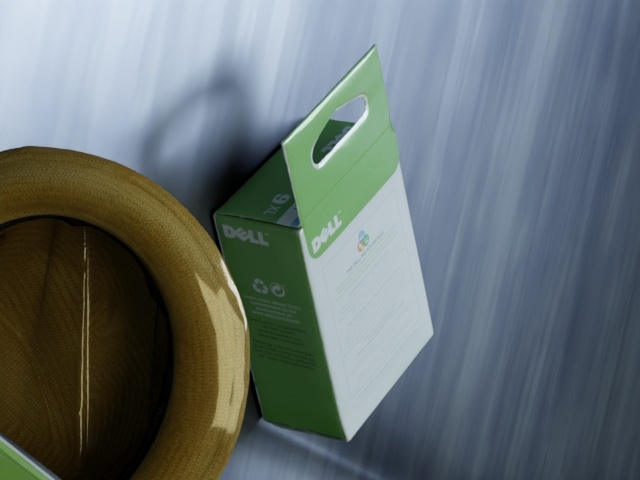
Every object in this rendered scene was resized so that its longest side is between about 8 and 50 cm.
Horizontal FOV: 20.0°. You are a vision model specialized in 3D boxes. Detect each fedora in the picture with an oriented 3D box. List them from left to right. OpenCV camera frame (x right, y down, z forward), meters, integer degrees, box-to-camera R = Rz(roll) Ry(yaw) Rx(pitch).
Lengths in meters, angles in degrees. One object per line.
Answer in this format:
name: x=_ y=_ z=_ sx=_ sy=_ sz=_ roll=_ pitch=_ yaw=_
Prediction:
fedora: x=-0.123 y=0.054 z=0.814 sx=0.079 sy=0.194 sz=0.194 roll=-139 pitch=-122 yaw=-83

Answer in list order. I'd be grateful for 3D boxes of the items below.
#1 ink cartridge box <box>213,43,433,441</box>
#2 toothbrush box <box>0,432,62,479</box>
ink cartridge box: x=0.000 y=0.000 z=1.045 sx=0.109 sy=0.062 sz=0.209 roll=-47 pitch=137 yaw=-41
toothbrush box: x=-0.217 y=0.136 z=0.511 sx=0.283 sy=0.206 sz=0.122 roll=-53 pitch=166 yaw=-11
